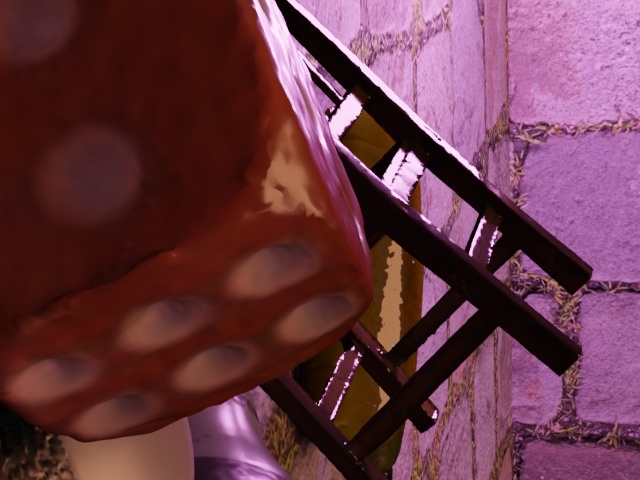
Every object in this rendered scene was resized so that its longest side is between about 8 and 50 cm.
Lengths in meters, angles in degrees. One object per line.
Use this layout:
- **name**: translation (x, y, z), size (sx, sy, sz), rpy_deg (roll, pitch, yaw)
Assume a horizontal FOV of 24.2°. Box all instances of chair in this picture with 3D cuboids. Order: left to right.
- **chair**: translation (0.000, 0.000, 1.297), size (0.240, 0.416, 0.203), rpy_deg (-46, -174, 28)

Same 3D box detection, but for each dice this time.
- **dice**: translation (-0.084, -0.026, 0.662), size (0.174, 0.175, 0.179), rpy_deg (58, 12, -63)

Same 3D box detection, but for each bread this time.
- **bread**: translation (0.054, 0.037, 1.588), size (0.166, 0.112, 0.384), rpy_deg (43, 49, -70)

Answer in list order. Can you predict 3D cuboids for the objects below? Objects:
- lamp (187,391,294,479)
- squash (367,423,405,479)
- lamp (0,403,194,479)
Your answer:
- **lamp**: translation (-0.089, 0.177, 1.020), size (0.182, 0.182, 0.314), rpy_deg (68, 7, -56)
- **squash**: translation (0.068, 0.149, 1.728), size (0.080, 0.071, 0.319), rpy_deg (-43, 132, -71)
- **lamp**: translation (-0.168, 0.118, 0.746), size (0.246, 0.108, 0.179), rpy_deg (-18, 81, -53)
